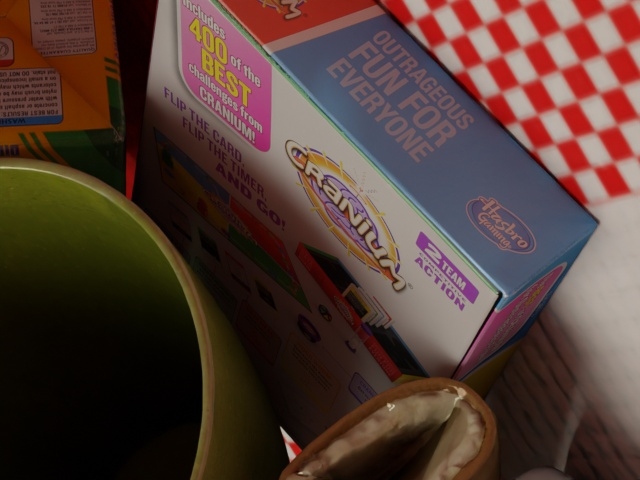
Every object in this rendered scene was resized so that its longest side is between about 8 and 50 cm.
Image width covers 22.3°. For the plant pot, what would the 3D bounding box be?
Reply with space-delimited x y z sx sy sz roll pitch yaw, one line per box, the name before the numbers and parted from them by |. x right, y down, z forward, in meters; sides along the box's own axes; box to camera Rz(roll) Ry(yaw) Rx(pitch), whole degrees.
plant pot | -0.129 0.133 0.915 0.275 0.275 0.293 40 178 28

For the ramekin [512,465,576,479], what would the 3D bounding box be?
ramekin | 0.101 0.260 0.820 0.127 0.273 0.273 28 146 23

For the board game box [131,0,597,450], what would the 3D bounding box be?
board game box | 0.000 0.000 0.886 0.242 0.064 0.316 47 154 14

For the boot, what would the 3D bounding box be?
boot | 0.004 0.193 0.866 0.089 0.236 0.269 46 171 25

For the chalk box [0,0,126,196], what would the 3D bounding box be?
chalk box | -0.213 -0.040 1.000 0.289 0.180 0.179 98 165 -55
